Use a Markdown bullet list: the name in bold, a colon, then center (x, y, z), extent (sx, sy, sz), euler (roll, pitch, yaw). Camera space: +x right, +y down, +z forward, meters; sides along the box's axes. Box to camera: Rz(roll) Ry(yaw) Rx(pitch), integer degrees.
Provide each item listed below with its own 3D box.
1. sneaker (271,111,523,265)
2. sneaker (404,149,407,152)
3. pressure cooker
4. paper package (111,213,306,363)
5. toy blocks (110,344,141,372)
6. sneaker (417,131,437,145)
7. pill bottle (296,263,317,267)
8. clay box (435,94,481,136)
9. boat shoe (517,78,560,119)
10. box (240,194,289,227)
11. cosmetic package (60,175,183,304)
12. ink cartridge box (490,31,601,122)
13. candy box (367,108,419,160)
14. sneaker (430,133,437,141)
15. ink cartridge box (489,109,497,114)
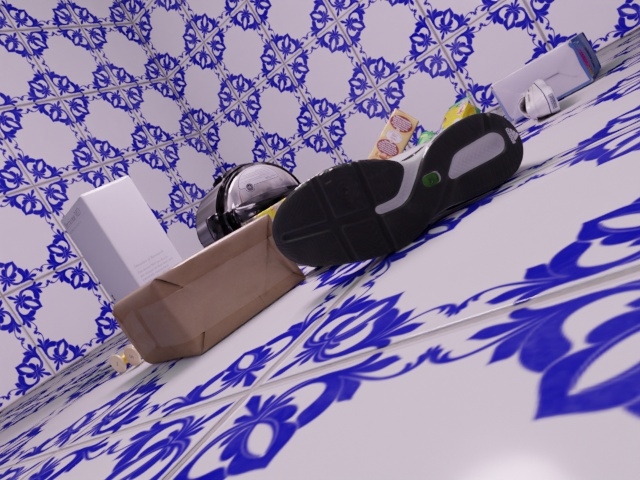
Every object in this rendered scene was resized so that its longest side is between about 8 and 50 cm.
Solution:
- **sneaker**: center (0.128, -0.068, 1.002), extent (0.448, 0.169, 0.257), euler (-23, -4, -5)
- **sneaker**: center (0.308, -0.280, 2.102), extent (0.124, 0.107, 0.283), euler (-37, 6, -3)
- **pressure cooker**: center (-0.238, -0.096, 2.034), extent (0.420, 0.376, 0.369), euler (-21, 45, 59)
- **paper package**: center (-0.248, 0.111, 1.182), extent (0.310, 0.168, 0.325), euler (-35, 6, -35)
- **toy blocks**: center (-0.457, 0.275, 1.416), extent (0.123, 0.054, 0.148), euler (-28, 5, 34)
- **sneaker**: center (0.369, -0.312, 1.913), extent (0.296, 0.123, 0.109), euler (-34, 5, -31)
- **pill bottle**: center (0.000, 0.000, 1.146), extent (0.108, 0.107, 0.180), euler (-34, 6, -32)
- **clay box**: center (0.365, -0.285, 1.501), extent (0.221, 0.053, 0.127), euler (-64, 13, -10)
- **boat shoe**: center (0.596, -0.381, 1.508), extent (0.088, 0.096, 0.267), euler (-24, 16, 21)
- **box**: center (-0.062, -0.057, 1.669), extent (0.290, 0.176, 0.279), euler (-32, 6, -15)
- **cosmetic package**: center (-0.532, 0.070, 1.570), extent (0.162, 0.453, 0.230), euler (-35, 6, -41)
- **ink cartridge box**: center (0.763, -0.551, 1.807), extent (0.270, 0.151, 0.395), euler (-26, 9, 38)
- **candy box**: center (0.195, -0.251, 1.717), extent (0.316, 0.088, 0.183), euler (-60, -3, 12)
- **sneaker**: center (0.335, -0.250, 1.691), extent (0.269, 0.101, 0.153), euler (-34, 3, 35)
- **ink cartridge box**: center (0.456, -0.301, 1.513), extent (0.052, 0.088, 0.122), euler (-29, 5, -12)
